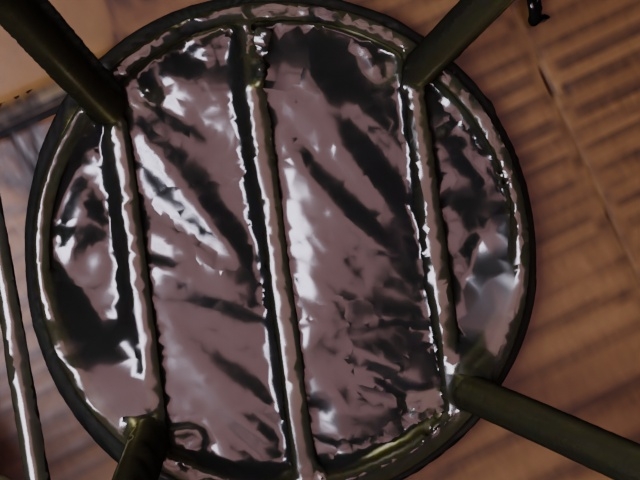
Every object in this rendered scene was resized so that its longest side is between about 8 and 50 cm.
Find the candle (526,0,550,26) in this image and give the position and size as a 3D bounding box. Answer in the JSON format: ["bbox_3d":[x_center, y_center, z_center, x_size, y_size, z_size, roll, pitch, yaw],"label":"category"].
[{"bbox_3d":[0.080,-0.194,1.128,0.167,0.021,0.026,45,85,-5],"label":"candle"}]

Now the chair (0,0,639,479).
[{"bbox_3d":[0.000,0.000,0.920,0.362,0.410,0.365,-10,90,-8],"label":"chair"}]

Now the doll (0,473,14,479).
[{"bbox_3d":[-0.323,0.116,0.977,0.349,0.247,0.247,22,87,3],"label":"doll"}]
